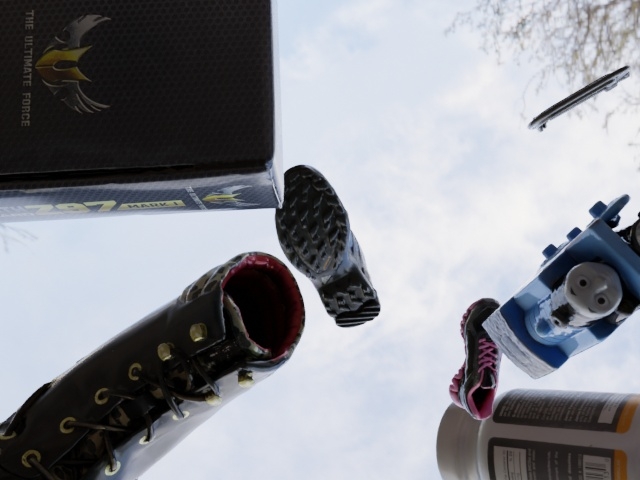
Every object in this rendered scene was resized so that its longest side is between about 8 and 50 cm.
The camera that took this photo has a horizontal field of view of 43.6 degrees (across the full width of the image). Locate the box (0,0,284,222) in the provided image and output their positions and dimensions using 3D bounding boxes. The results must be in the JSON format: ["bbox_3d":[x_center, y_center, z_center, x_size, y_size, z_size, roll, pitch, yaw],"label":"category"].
[{"bbox_3d":[-0.111,-0.125,0.354,0.184,0.059,0.232,-2,-103,1],"label":"box"}]

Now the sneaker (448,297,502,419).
[{"bbox_3d":[0.154,0.113,0.747,0.047,0.057,0.119,3,-73,-7],"label":"sneaker"}]

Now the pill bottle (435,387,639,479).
[{"bbox_3d":[0.293,0.264,0.985,0.279,0.162,0.162,-6,-116,43],"label":"pill bottle"}]

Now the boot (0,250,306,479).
[{"bbox_3d":[-0.113,0.100,0.445,0.179,0.236,0.085,-36,-82,28],"label":"boot"}]

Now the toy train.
[{"bbox_3d":[0.190,0.039,0.584,0.105,0.184,0.080,-41,-100,-15],"label":"toy train"}]

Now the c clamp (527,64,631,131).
[{"bbox_3d":[0.327,-0.177,1.011,0.161,0.137,0.022,-29,-92,-2],"label":"c clamp"}]

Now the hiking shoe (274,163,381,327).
[{"bbox_3d":[0.000,0.000,1.255,0.113,0.304,0.132,-20,-146,3],"label":"hiking shoe"}]
